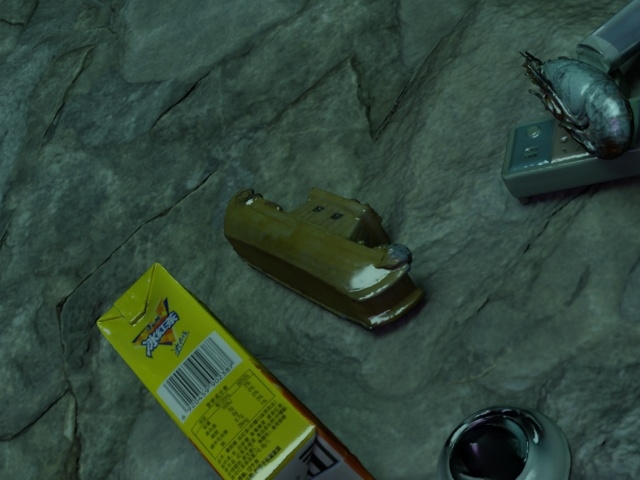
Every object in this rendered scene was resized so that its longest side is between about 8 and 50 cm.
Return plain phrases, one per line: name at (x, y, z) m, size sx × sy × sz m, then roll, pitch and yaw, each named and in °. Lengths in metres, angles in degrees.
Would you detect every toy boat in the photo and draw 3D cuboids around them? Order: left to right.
toy boat at (0.000, 0.000, 1.607) m, size 0.121 × 0.089 × 0.321 m, roll -48°, pitch 42°, yaw -15°

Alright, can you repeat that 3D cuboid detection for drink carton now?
drink carton at (-0.097, 0.177, 1.486) m, size 0.111 × 0.154 × 0.351 m, roll -46°, pitch 44°, yaw -5°

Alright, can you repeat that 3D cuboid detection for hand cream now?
hand cream at (0.397, -0.273, 1.545) m, size 0.255 × 0.048 × 0.079 m, roll -39°, pitch 46°, yaw -15°

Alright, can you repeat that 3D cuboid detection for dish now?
dish at (0.165, 0.209, 1.331) m, size 0.141 × 0.078 × 0.141 m, roll -19°, pitch 47°, yaw 22°

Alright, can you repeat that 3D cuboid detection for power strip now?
power strip at (0.314, -0.123, 1.509) m, size 0.215 × 0.061 × 0.145 m, roll -10°, pitch 45°, yaw 29°

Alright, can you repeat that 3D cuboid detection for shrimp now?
shrimp at (0.273, -0.162, 1.476) m, size 0.090 × 0.079 × 0.233 m, roll -6°, pitch 32°, yaw -19°
